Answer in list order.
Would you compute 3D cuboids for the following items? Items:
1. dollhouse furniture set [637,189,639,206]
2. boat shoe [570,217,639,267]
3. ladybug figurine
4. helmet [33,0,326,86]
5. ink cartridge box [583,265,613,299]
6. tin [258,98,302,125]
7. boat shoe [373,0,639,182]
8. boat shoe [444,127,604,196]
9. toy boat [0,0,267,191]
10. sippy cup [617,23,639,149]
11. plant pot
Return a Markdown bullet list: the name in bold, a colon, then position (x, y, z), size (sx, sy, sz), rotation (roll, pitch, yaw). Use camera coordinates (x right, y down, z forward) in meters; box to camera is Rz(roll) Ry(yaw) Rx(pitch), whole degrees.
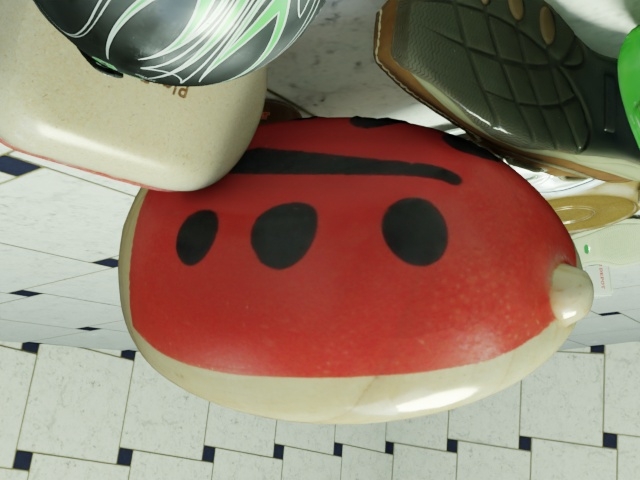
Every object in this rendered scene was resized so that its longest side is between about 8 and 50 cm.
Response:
- **dollhouse furniture set**: position (0.504, -0.071, 0.969), size (0.151, 0.123, 0.144), rotation (32, 142, -11)
- **boat shoe**: position (0.427, -0.001, 1.179), size (0.232, 0.084, 0.079), rotation (-8, -157, -2)
- **ladybug figurine**: position (0.000, 0.000, 0.637), size (0.449, 0.305, 0.162), rotation (4, 130, 32)
- **helmet**: position (-0.063, -0.163, 0.371), size (0.161, 0.170, 0.169), rotation (7, 175, 45)
- **ink cartridge box**: position (0.419, 0.052, 1.279), size (0.135, 0.099, 0.056), rotation (1, 164, -8)
- **tin**: position (-0.073, -0.097, 0.810), size (0.106, 0.040, 0.190), rotation (-5, 165, -5)
- **boat shoe**: position (0.172, -0.110, 0.627), size (0.323, 0.123, 0.119), rotation (16, 165, -30)
- **boat shoe**: position (0.208, -0.088, 0.781), size (0.226, 0.083, 0.075), rotation (-8, 164, 25)
- **toy boat**: position (-0.154, -0.128, 0.556), size (0.151, 0.151, 0.231), rotation (25, -174, 43)
- **sippy cup**: position (0.374, -0.106, 0.526), size (0.240, 0.305, 0.224), rotation (49, 132, -11)
- **plant pot**: position (0.343, -0.047, 1.045), size (0.236, 0.033, 0.236), rotation (-2, 164, -1)
